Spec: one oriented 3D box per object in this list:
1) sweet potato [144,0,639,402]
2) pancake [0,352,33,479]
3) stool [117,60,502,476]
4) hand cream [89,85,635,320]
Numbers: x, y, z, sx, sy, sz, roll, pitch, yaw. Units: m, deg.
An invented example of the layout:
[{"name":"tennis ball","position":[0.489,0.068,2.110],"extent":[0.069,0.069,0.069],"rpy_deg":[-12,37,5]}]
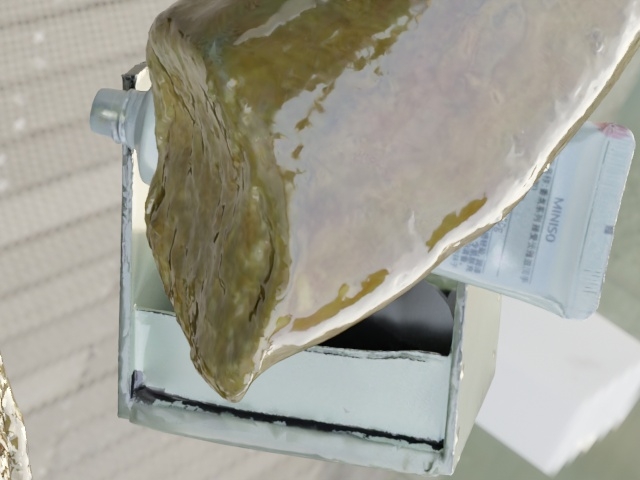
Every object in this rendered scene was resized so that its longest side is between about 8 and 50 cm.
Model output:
[{"name":"sweet potato","position":[0.060,-0.101,0.752],"extent":[0.370,0.158,0.158],"rpy_deg":[-42,157,-3]},{"name":"pancake","position":[-0.245,0.177,1.297],"extent":[0.356,0.065,0.356],"rpy_deg":[-7,90,-88]},{"name":"stool","position":[0.000,0.000,1.307],"extent":[0.170,0.244,0.269],"rpy_deg":[-55,150,-64]},{"name":"hand cream","position":[0.018,-0.047,1.169],"extent":[0.078,0.341,0.124],"rpy_deg":[-36,138,-76]}]
